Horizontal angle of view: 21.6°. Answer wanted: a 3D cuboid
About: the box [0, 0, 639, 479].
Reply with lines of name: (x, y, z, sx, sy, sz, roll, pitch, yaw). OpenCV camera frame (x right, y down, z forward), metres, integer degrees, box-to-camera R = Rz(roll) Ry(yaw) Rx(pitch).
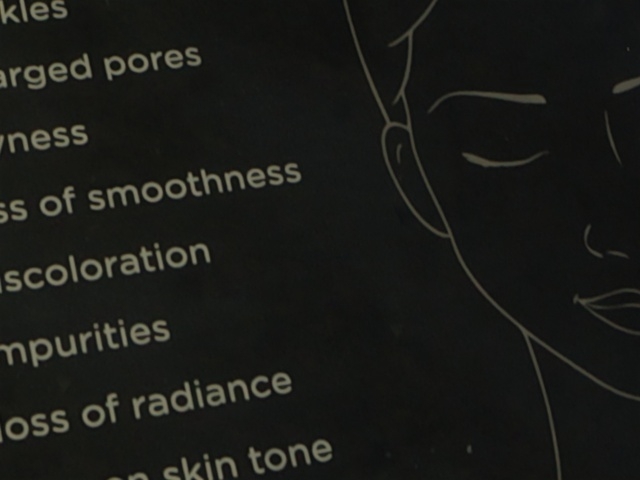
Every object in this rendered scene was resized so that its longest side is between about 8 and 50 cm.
box: (0.000, 0.000, 0.817, 0.480, 0.472, 0.297, -8, 160, -16)
